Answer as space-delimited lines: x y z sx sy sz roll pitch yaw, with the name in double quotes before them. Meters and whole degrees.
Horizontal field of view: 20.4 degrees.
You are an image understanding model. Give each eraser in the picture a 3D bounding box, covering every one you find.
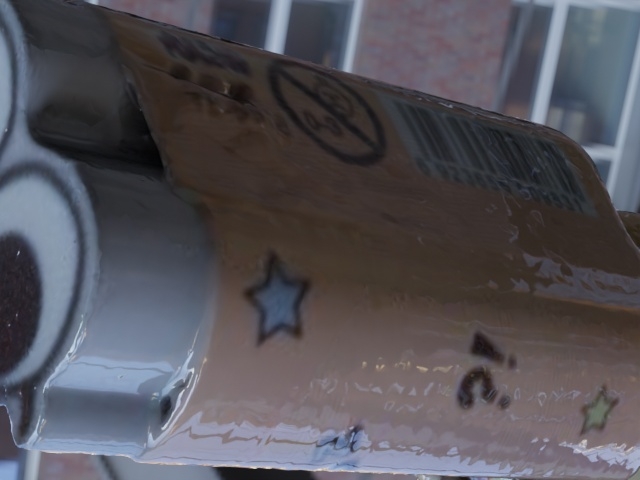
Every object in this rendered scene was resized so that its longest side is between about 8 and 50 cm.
"eraser" 0.000 0.000 0.641 0.290 0.087 0.171 10 -137 -44

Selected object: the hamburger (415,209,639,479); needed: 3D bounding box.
"hamburger" 0.189 0.114 0.927 0.302 0.170 0.302 22 -155 -11
